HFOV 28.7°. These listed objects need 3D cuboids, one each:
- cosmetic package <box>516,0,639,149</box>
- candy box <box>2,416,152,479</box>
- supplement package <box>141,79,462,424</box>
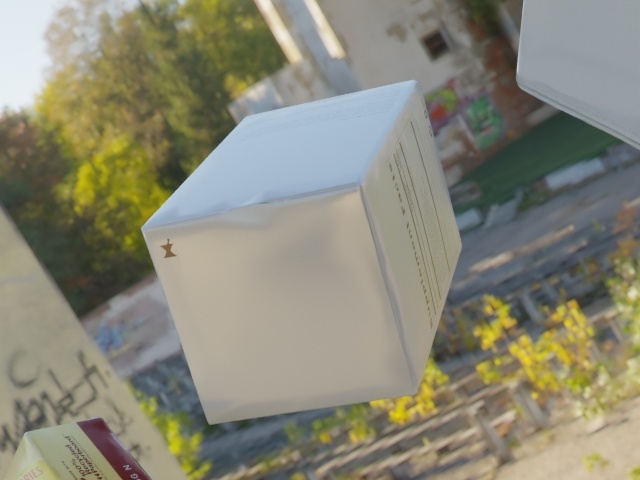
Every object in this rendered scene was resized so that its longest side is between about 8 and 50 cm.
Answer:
[{"bbox_3d":[0.329,-0.238,0.655,0.330,0.393,0.327,-2,19,-16],"label":"cosmetic package"},{"bbox_3d":[-0.222,0.326,1.041,0.088,0.183,0.316,-5,-49,-49],"label":"candy box"},{"bbox_3d":[0.000,0.000,1.045,0.178,0.175,0.293,-10,19,17],"label":"supplement package"}]
